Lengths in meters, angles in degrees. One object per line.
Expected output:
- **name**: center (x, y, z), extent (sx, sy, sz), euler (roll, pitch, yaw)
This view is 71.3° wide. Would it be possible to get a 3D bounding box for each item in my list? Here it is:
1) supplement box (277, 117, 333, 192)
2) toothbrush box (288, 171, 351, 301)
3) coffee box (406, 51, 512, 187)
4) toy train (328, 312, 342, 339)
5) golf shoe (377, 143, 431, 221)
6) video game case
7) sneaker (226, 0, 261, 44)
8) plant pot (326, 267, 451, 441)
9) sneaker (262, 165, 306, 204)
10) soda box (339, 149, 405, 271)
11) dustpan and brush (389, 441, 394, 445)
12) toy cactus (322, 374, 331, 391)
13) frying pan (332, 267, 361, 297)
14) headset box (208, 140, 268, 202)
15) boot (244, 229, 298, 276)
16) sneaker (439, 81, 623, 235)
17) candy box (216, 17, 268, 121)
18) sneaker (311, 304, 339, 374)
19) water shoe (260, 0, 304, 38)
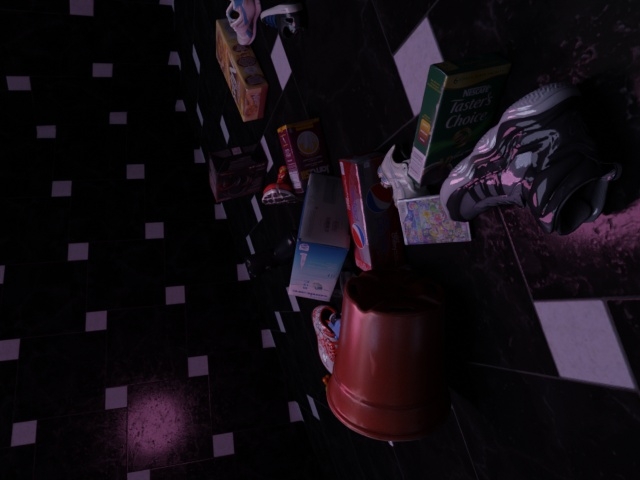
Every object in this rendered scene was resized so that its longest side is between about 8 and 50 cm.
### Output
- **supplement box**: center (-0.040, -0.236, 1.249), extent (0.081, 0.104, 0.188), euler (11, 118, 68)
- **toothbrush box**: center (0.000, 0.000, 1.183), extent (0.295, 0.126, 0.216), euler (106, 174, -56)
- **coffee box**: center (0.195, -0.169, 0.649), extent (0.184, 0.113, 0.040), euler (94, 152, -44)
- **toy train**: center (0.090, 0.288, 1.362), extent (0.184, 0.080, 0.105), euler (44, 170, 47)
- **golf shoe**: center (0.169, -0.112, 0.848), extent (0.176, 0.069, 0.086), euler (57, 149, 34)
- **video game case**: center (0.202, -0.037, 0.795), extent (0.122, 0.011, 0.087), euler (-4, 106, 33)
- **sneaker**: center (-0.257, -0.715, 1.443), extent (0.087, 0.092, 0.229), euler (68, 162, 6)
- **plant pot**: center (0.149, 0.216, 0.937), extent (0.272, 0.272, 0.265), euler (-141, 46, -58)
- **sneaker**: center (-0.112, -0.172, 1.376), extent (0.279, 0.107, 0.118), euler (-28, -68, -77)
- **soda box**: center (0.117, -0.060, 0.991), extent (0.083, 0.092, 0.263), euler (33, 138, 60)
- **dustpan and brush**: center (0.187, 0.513, 1.357), extent (0.147, 0.060, 0.211), euler (95, 150, -49)
- **toy cactus**: center (0.082, 0.572, 1.682), extent (0.219, 0.112, 0.180), euler (62, 177, 22)
- **frying pan**: center (0.098, 0.187, 1.330), extent (0.326, 0.053, 0.197), euler (122, 128, -68)
- **headset box**: center (-0.357, -0.283, 1.910), extent (0.110, 0.218, 0.293), euler (67, 159, 15)
- **boot**: center (-0.196, 0.061, 1.790), extent (0.094, 0.207, 0.246), euler (66, 159, 18)
- **sneaker**: center (0.258, -0.060, 0.583), extent (0.268, 0.101, 0.153), euler (115, 137, -60)
- **candy box**: center (-0.290, -0.620, 1.624), extent (0.183, 0.088, 0.316), euler (120, 130, -66)
- **sneaker**: center (0.041, 0.357, 1.576), extent (0.145, 0.090, 0.270), euler (133, 120, -71)
- **water shoe**: center (-0.103, -0.572, 1.176), extent (0.203, 0.073, 0.080), euler (36, 142, 61)
